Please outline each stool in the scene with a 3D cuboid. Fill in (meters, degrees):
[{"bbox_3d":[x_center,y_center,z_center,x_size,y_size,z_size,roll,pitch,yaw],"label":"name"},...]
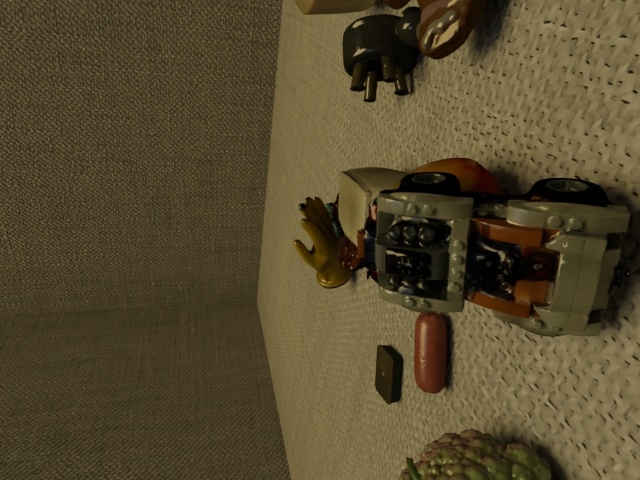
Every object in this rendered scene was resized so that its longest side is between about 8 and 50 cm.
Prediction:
[{"bbox_3d":[0.133,-0.391,0.882,0.228,0.154,0.139,170,99,-73],"label":"stool"}]

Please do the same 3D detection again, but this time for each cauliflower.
[{"bbox_3d":[0.221,0.419,0.588,0.315,0.257,0.239,61,163,-11],"label":"cauliflower"}]

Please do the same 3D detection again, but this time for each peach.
[{"bbox_3d":[0.196,-0.042,0.666,0.197,0.198,0.197,179,90,-73],"label":"peach"}]

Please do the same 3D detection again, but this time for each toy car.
[{"bbox_3d":[0.192,0.021,0.517,0.118,0.302,0.193,-49,-39,-56],"label":"toy car"}]

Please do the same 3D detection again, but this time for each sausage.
[{"bbox_3d":[0.212,0.213,0.807,0.062,0.062,0.154,-172,82,-73],"label":"sausage"}]

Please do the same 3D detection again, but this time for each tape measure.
[{"bbox_3d":[0.042,-0.049,1.324,0.125,0.081,0.146,61,155,24],"label":"tape measure"}]

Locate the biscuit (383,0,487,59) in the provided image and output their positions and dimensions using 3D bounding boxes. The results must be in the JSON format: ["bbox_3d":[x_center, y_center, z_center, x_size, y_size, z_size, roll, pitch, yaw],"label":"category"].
[{"bbox_3d":[0.194,-0.513,0.700,0.283,0.064,0.431,-43,48,44],"label":"biscuit"}]

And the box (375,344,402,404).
[{"bbox_3d":[0.166,0.324,1.020,0.091,0.031,0.125,-152,62,-71],"label":"box"}]

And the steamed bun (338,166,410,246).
[{"bbox_3d":[0.136,-0.068,0.867,0.241,0.164,0.146,-121,32,-68],"label":"steamed bun"}]

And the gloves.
[{"bbox_3d":[0.000,-0.001,1.195,0.133,0.116,0.294,-85,-21,-47],"label":"gloves"}]

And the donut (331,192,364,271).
[{"bbox_3d":[0.103,-0.037,1.102,0.216,0.096,0.230,123,142,-60],"label":"donut"}]

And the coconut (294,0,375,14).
[{"bbox_3d":[0.013,-0.689,0.979,0.329,0.329,0.328,179,90,-73],"label":"coconut"}]
